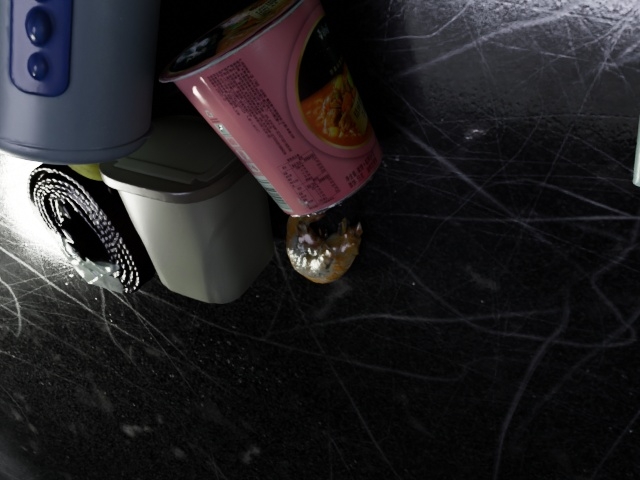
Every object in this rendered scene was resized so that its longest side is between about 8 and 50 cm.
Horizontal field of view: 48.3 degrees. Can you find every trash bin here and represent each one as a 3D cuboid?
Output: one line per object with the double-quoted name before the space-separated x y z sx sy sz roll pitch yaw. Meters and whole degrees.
"trash bin" -0.188 -0.049 1.130 0.220 0.219 0.250 16 136 26

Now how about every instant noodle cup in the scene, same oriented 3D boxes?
"instant noodle cup" -0.045 -0.177 0.948 0.244 0.244 0.255 -12 124 39

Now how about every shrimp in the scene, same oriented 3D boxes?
"shrimp" -0.001 0.003 1.153 0.132 0.051 0.187 44 138 -3

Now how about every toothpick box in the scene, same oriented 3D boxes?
"toothpick box" -0.307 -0.287 0.845 0.263 0.263 0.354 23 119 17

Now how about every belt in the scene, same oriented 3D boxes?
"belt" -0.415 -0.032 1.325 0.184 0.164 0.289 -17 115 35

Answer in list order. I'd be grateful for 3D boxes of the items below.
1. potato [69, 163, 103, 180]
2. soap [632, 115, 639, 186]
"potato" -0.364 -0.208 1.143 0.149 0.197 0.228 13 163 1
"soap" 0.414 -0.178 0.715 0.160 0.087 0.265 9 127 28
